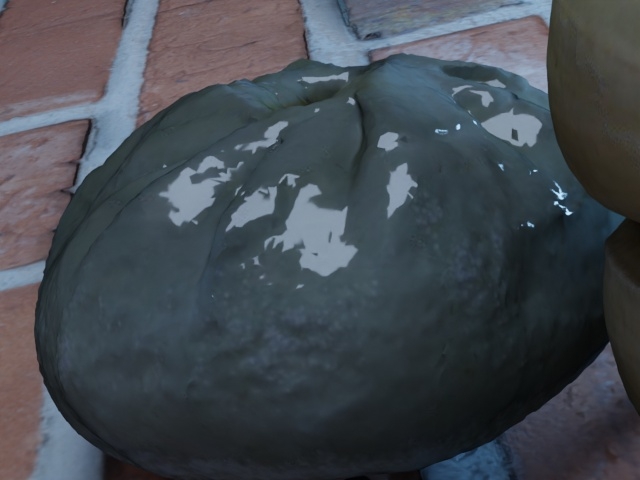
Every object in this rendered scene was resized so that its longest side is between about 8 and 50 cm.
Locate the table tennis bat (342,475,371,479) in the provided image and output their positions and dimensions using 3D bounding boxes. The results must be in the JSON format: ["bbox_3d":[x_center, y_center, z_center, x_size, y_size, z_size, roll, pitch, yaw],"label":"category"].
[{"bbox_3d":[0.072,0.152,0.676,0.124,0.033,0.201,-24,27,-32],"label":"table tennis bat"}]

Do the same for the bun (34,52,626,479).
[{"bbox_3d":[-0.006,0.001,0.832,0.354,0.194,0.354,-11,12,2],"label":"bun"}]

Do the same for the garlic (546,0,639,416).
[{"bbox_3d":[0.216,-0.023,0.674,0.249,0.286,0.313,12,34,25],"label":"garlic"}]
